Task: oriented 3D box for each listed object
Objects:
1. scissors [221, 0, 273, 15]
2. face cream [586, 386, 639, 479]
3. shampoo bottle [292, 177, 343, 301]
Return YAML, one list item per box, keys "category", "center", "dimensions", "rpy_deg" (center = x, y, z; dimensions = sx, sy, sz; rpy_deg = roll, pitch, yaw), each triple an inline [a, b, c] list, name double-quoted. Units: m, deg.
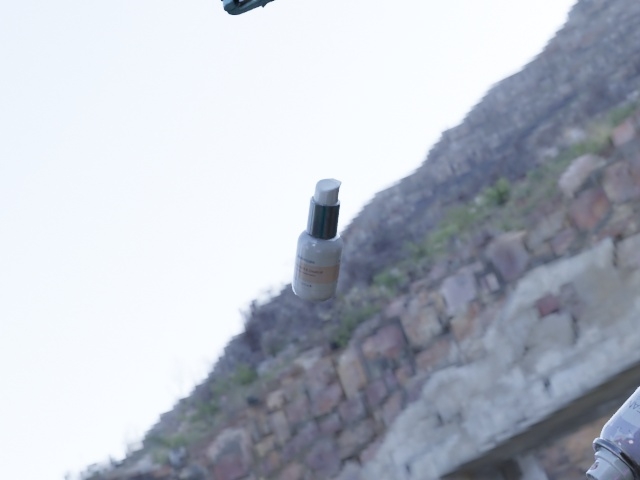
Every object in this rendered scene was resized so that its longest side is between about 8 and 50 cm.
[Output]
- category: "scissors"
  center: [0.017, -0.395, 1.791]
  dimensions: [0.392, 0.032, 0.180]
  rpy_deg: [-19, -26, 30]
- category: "face cream"
  center: [0.372, 0.179, 1.381]
  dimensions: [0.229, 0.075, 0.075]
  rpy_deg: [-45, -17, -13]
- category: "shampoo bottle"
  center: [0.000, 0.000, 2.000]
  dimensions: [0.074, 0.074, 0.192]
  rpy_deg: [-8, -61, -29]
